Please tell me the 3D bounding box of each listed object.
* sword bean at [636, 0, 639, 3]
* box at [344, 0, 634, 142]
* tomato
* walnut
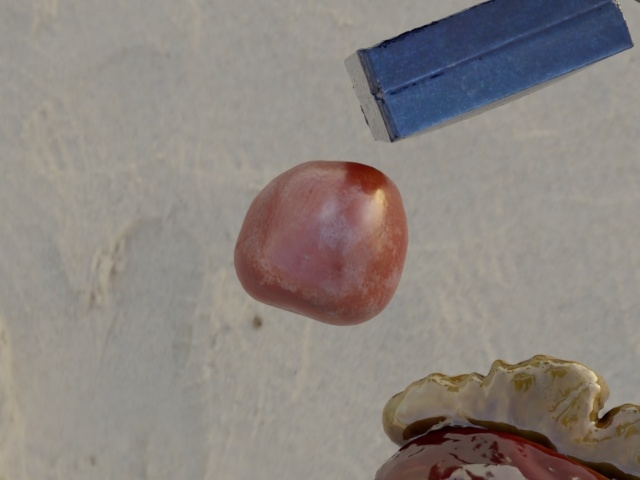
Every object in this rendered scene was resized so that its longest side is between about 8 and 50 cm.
[{"bbox_3d":[0.339,-0.252,1.535,0.083,0.012,0.012,25,62,-8],"label":"sword bean"},{"bbox_3d":[0.169,-0.198,1.568,0.262,0.279,0.116,-21,94,0],"label":"box"},{"bbox_3d":[0.000,0.000,1.505,0.187,0.187,0.151,34,20,6],"label":"tomato"},{"bbox_3d":[0.153,0.204,0.974,0.269,0.222,0.243,11,75,23],"label":"walnut"}]
